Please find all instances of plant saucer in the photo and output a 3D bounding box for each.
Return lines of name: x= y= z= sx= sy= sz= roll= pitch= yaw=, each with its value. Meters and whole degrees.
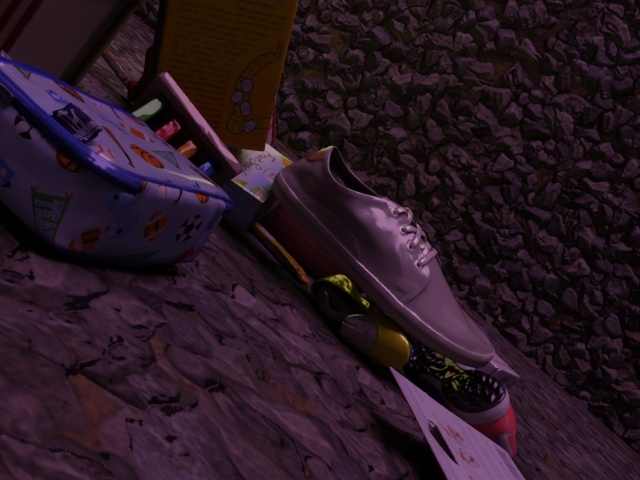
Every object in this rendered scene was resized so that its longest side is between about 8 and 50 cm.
plant saucer: x=0.000 y=0.000 z=1.527 sx=0.332 sy=0.084 sz=0.332 roll=39 pitch=8 yaw=-7

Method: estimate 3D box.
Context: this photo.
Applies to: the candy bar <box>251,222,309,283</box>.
candy bar: x=-0.075 y=0.016 z=1.322 sx=0.161 sy=0.018 sz=0.040 roll=44 pitch=5 yaw=25

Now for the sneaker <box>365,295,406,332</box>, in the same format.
sneaker: x=0.168 y=0.126 z=1.414 sx=0.129 sy=0.111 sz=0.297 roll=18 pitch=-2 yaw=28

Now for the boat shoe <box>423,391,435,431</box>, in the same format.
boat shoe: x=0.167 y=0.257 z=1.101 sx=0.035 sy=0.035 sz=0.100 roll=36 pitch=9 yaw=-34

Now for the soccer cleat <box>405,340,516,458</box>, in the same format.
soccer cleat: x=0.226 y=0.251 z=1.264 sx=0.318 sy=0.108 sz=0.116 roll=-139 pitch=-154 yaw=-71

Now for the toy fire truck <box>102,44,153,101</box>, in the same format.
toy fire truck: x=-0.325 y=-0.326 z=1.472 sx=0.246 sy=0.158 sz=0.217 roll=6 pitch=-12 yaw=-18

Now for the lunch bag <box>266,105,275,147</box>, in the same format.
lunch bag: x=-0.176 y=-0.260 z=1.623 sx=0.120 sy=0.258 sz=0.293 roll=-2 pitch=18 yaw=-18

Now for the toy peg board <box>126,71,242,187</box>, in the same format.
toy peg board: x=-0.214 y=-0.113 z=1.021 sx=0.161 sy=0.079 sz=0.161 roll=52 pitch=-35 yaw=-10

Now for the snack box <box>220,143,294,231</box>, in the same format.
snack box: x=-0.142 y=-0.119 z=1.295 sx=0.174 sy=0.070 sz=0.207 roll=36 pitch=28 yaw=4

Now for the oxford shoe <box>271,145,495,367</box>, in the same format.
oxford shoe: x=0.116 y=0.020 z=1.195 sx=0.449 sy=0.130 sz=0.169 roll=45 pitch=14 yaw=5

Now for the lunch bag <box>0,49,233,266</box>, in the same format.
lunch bag: x=-0.241 y=-0.085 z=0.783 sx=0.243 sy=0.115 sz=0.303 roll=41 pitch=7 yaw=19

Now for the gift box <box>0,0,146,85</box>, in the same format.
gift box: x=-0.399 y=-0.393 z=1.163 sx=0.255 sy=0.258 sz=0.276 roll=38 pitch=8 yaw=-18

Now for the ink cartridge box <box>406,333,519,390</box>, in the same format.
ink cartridge box: x=0.289 y=0.233 z=1.586 sx=0.219 sy=0.092 sz=0.160 roll=47 pitch=10 yaw=34

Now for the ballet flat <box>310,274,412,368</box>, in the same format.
ballet flat: x=0.052 y=0.125 z=1.194 sx=0.077 sy=0.077 sz=0.231 roll=9 pitch=24 yaw=-34

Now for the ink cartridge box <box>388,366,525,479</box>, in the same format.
ink cartridge box: x=0.181 y=0.294 z=0.893 sx=0.239 sy=0.060 sz=0.275 roll=37 pitch=10 yaw=-21

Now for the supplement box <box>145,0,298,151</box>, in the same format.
supplement box: x=-0.157 y=-0.351 z=1.214 sx=0.195 sy=0.357 sz=0.194 roll=7 pitch=26 yaw=-18
